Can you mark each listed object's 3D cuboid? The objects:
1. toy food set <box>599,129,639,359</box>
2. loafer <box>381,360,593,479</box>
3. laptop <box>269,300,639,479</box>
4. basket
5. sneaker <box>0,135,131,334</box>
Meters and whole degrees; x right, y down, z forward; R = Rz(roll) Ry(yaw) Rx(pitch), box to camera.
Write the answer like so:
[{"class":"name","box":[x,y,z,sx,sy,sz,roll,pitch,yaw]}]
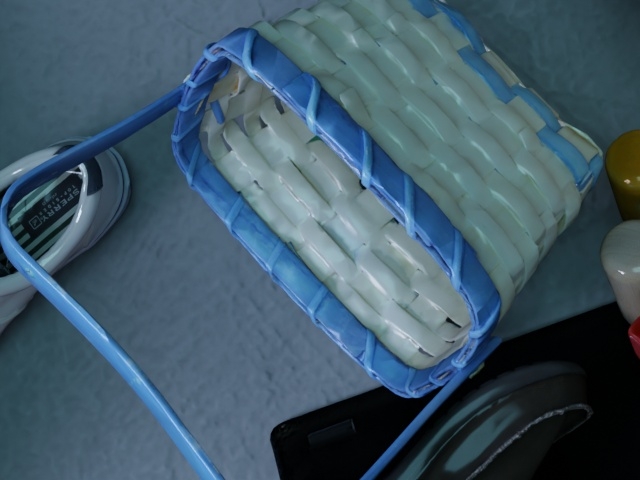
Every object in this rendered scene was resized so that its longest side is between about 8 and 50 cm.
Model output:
[{"class":"toy food set","box":[0.239,0.048,0.864,0.111,0.104,0.232,-47,59,-6]},{"class":"loafer","box":[0.076,0.156,0.875,0.220,0.080,0.078,-40,65,-1]},{"class":"laptop","box":[0.219,0.269,0.938,0.381,0.236,0.408,-20,55,6]},{"class":"basket","box":[0.000,0.000,0.879,0.289,0.201,0.255,-36,80,-27]},{"class":"sneaker","box":[-0.234,0.024,0.981,0.258,0.091,0.094,-45,81,3]}]
